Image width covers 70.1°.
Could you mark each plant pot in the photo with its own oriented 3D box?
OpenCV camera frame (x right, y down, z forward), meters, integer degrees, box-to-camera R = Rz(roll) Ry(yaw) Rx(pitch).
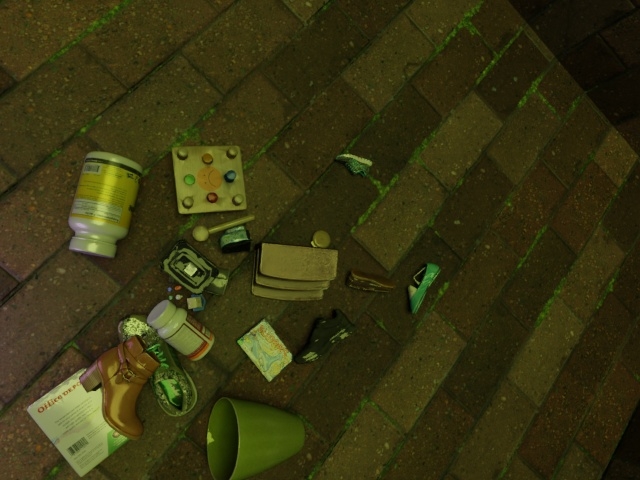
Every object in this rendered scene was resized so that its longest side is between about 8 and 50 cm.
[{"bbox_3d":[-0.213,0.698,1.618,0.293,0.275,0.274,12,79,-33],"label":"plant pot"}]

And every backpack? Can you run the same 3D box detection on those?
[{"bbox_3d":[-0.327,0.000,1.728,0.114,0.105,0.084,-13,66,-19],"label":"backpack"}]

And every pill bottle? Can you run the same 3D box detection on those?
[{"bbox_3d":[-0.486,0.312,1.591,0.121,0.121,0.221,-50,119,-18],"label":"pill bottle"},{"bbox_3d":[-0.736,-0.116,1.552,0.188,0.188,0.334,13,80,-17],"label":"pill bottle"}]

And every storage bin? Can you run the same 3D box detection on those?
[{"bbox_3d":[-0.461,0.094,1.609,0.180,0.084,0.122,42,82,-15],"label":"storage bin"}]

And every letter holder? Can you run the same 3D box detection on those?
[{"bbox_3d":[-0.102,0.129,1.765,0.302,0.152,0.214,6,83,-19],"label":"letter holder"}]

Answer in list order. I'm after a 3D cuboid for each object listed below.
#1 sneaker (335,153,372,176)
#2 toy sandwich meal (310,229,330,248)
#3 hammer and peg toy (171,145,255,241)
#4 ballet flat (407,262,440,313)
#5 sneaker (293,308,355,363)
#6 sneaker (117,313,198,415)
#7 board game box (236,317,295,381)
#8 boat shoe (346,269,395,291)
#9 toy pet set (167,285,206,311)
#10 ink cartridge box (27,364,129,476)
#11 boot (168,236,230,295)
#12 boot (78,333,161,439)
[{"bbox_3d":[0.141,-0.321,1.951,0.166,0.065,0.076,12,84,-16],"label":"sneaker"},{"bbox_3d":[0.000,0.000,1.880,0.086,0.029,0.085,4,78,-20],"label":"toy sandwich meal"},{"bbox_3d":[-0.402,-0.176,1.709,0.266,0.127,0.361,-7,86,-22],"label":"hammer and peg toy"},{"bbox_3d":[0.431,0.202,1.988,0.087,0.083,0.247,30,73,12],"label":"ballet flat"},{"bbox_3d":[-0.001,0.379,1.804,0.286,0.109,0.130,-33,88,-29],"label":"sneaker"},{"bbox_3d":[-0.546,0.426,1.555,0.158,0.182,0.410,-35,95,-20],"label":"sneaker"},{"bbox_3d":[-0.209,0.419,1.751,0.136,0.035,0.201,-40,97,-19],"label":"board game box"},{"bbox_3d":[0.208,0.180,1.914,0.207,0.073,0.073,17,116,-13],"label":"boat shoe"},{"bbox_3d":[-0.488,0.224,1.678,0.114,0.065,0.122,-11,83,15],"label":"toy pet set"},{"bbox_3d":[-0.769,0.580,1.493,0.201,0.117,0.278,-37,96,-20],"label":"ink cartridge box"},{"bbox_3d":[-0.440,0.097,1.690,0.208,0.076,0.189,11,94,-11],"label":"boot"},{"bbox_3d":[-0.589,0.460,1.444,0.220,0.109,0.283,-38,83,-8],"label":"boot"}]
